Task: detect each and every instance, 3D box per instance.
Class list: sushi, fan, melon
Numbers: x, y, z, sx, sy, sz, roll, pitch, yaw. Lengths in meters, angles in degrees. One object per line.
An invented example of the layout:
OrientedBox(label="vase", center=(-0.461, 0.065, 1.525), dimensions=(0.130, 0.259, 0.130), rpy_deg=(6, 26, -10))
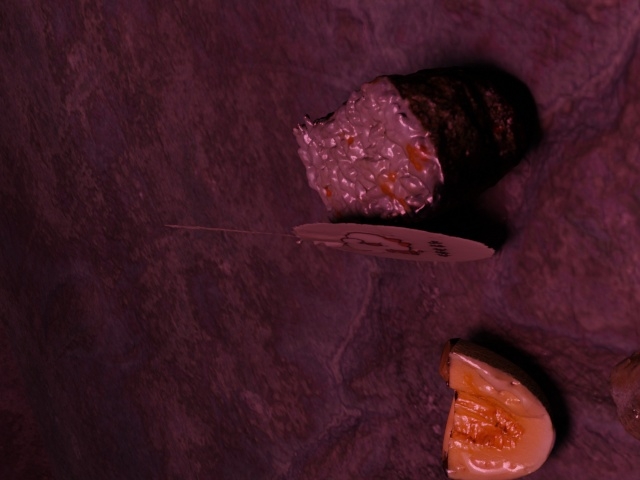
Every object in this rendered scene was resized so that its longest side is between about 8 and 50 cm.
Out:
OrientedBox(label="sushi", center=(0.077, -0.078, 0.813), dimensions=(0.225, 0.126, 0.136), rpy_deg=(-15, 99, 57))
OrientedBox(label="fan", center=(0.000, 0.001, 0.863), dimensions=(0.328, 0.191, 0.009), rpy_deg=(5, 82, 15))
OrientedBox(label="melon", center=(0.173, 0.164, 0.890), dimensions=(0.128, 0.079, 0.160), rpy_deg=(15, 124, 27))

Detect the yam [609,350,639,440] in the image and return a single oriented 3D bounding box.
OrientedBox(label="yam", center=(0.286, 0.102, 0.668), dimensions=(0.078, 0.078, 0.179), rpy_deg=(58, 156, 10))
